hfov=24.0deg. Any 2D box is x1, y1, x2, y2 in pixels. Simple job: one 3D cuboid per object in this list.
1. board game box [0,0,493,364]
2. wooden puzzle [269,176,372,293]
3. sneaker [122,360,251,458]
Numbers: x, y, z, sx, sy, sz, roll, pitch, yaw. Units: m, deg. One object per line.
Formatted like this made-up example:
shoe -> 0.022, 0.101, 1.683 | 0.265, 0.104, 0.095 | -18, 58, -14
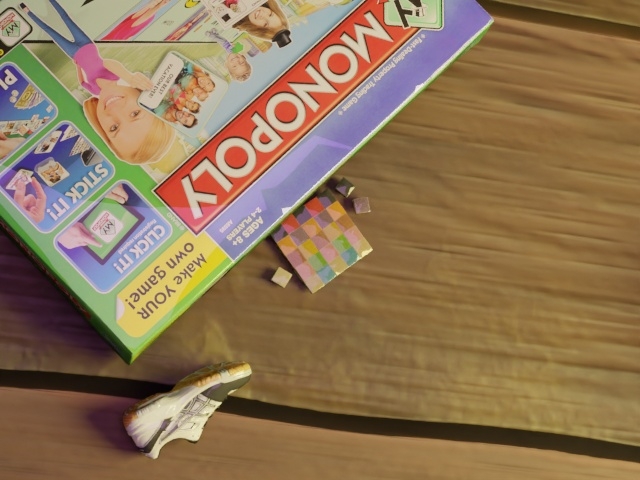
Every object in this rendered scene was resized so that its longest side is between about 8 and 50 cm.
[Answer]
board game box -> -0.075, -0.108, 0.937 | 0.213, 0.046, 0.317 | 46, 73, 2
wooden puzzle -> 0.000, 0.000, 0.955 | 0.083, 0.006, 0.049 | -35, 88, -16
sneaker -> -0.076, 0.102, 0.908 | 0.083, 0.032, 0.037 | -26, 99, -11
